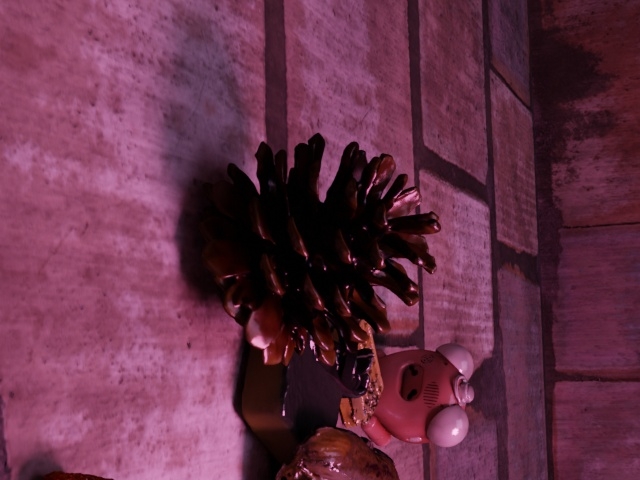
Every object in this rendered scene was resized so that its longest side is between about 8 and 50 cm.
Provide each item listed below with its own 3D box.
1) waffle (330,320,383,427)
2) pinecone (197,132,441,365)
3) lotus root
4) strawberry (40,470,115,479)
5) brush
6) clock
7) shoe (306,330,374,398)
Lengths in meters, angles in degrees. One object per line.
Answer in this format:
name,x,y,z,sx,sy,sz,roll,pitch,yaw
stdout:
waffle,0.049,0.181,1.601,0.102,0.042,0.148,-59,141,-57
pinecone,0.006,0.005,1.224,0.264,0.264,0.264,-4,90,-70
lotus root,0.036,0.330,1.389,0.167,0.078,0.329,-56,150,0
strawberry,-0.197,0.220,0.914,0.083,0.073,0.073,30,50,-22
brush,-0.032,0.193,1.353,0.197,0.059,0.123,60,32,-52
clock,0.150,0.230,1.697,0.093,0.162,0.166,58,34,-48
shoe,0.025,0.156,1.459,0.169,0.099,0.071,64,33,-45
